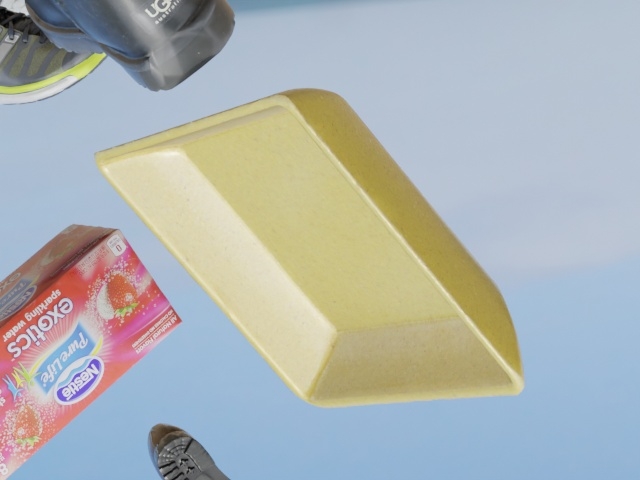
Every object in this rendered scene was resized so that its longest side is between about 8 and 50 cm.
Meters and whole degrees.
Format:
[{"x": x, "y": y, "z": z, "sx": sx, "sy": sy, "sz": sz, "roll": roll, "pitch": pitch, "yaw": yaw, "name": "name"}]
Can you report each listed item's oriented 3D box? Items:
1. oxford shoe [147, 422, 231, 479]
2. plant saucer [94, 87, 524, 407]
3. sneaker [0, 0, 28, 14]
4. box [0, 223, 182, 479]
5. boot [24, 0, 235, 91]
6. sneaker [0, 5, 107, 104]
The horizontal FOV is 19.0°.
[{"x": -0.152, "y": 0.318, "z": 2.451, "sx": 0.083, "sy": 0.227, "sz": 0.096, "roll": -31, "pitch": -151, "yaw": -13, "name": "oxford shoe"}, {"x": 0.000, "y": 0.000, "z": 1.676, "sx": 0.333, "sy": 0.333, "sz": 0.081, "roll": -12, "pitch": -146, "yaw": 55, "name": "plant saucer"}, {"x": -0.355, "y": -0.332, "z": 2.286, "sx": 0.061, "sy": 0.065, "sz": 0.158, "roll": -11, "pitch": 147, "yaw": -35, "name": "sneaker"}, {"x": -0.285, "y": 0.109, "z": 1.932, "sx": 0.257, "sy": 0.128, "sz": 0.123, "roll": -42, "pitch": -158, "yaw": -22, "name": "box"}, {"x": -0.290, "y": -0.353, "z": 1.654, "sx": 0.146, "sy": 0.445, "sz": 0.367, "roll": -48, "pitch": -148, "yaw": -9, "name": "boot"}, {"x": -0.356, "y": -0.217, "z": 2.108, "sx": 0.300, "sy": 0.121, "sz": 0.111, "roll": -11, "pitch": -155, "yaw": 17, "name": "sneaker"}]
